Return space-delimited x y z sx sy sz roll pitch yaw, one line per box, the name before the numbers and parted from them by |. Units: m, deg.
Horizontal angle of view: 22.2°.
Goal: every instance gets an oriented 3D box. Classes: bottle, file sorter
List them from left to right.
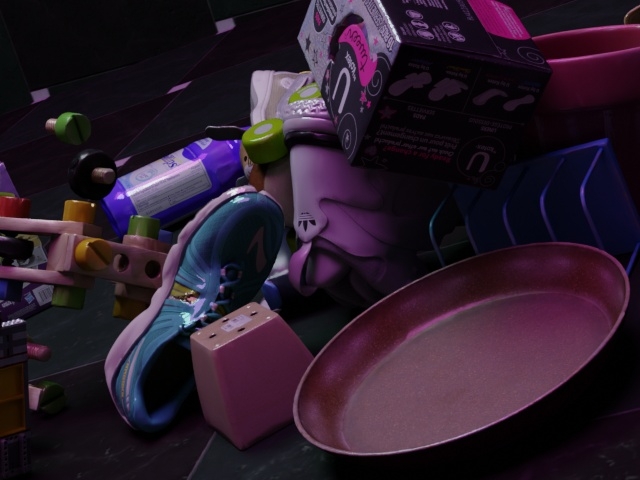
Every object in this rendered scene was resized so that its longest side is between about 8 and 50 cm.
bottle | -0.179 -0.093 2.372 0.283 0.092 0.118 -26 18 -9
file sorter | 0.206 -0.006 1.563 0.170 0.118 0.104 -13 22 31

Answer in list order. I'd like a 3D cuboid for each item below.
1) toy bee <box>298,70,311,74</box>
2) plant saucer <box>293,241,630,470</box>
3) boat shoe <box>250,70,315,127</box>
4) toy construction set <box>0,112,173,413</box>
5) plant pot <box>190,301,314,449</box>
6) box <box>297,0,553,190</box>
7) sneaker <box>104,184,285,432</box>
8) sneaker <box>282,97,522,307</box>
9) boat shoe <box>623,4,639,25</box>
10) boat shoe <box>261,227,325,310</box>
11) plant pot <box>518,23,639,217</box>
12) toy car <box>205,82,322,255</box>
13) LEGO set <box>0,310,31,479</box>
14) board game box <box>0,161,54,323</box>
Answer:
toy bee | 0.051 -0.253 2.449 0.195 0.162 0.298 -20 17 4
plant saucer | 0.125 0.105 1.406 0.310 0.050 0.310 -22 21 9
boat shoe | -0.039 -0.142 2.238 0.103 0.118 0.320 -9 31 2
toy construction set | -0.229 0.059 1.766 0.237 0.257 0.309 9 61 48
plant pot | -0.066 0.122 1.558 0.109 0.096 0.109 -29 18 -16
box | 0.090 -0.178 1.575 0.163 0.142 0.247 8 32 -21
sneaker | -0.115 0.075 1.642 0.275 0.107 0.110 -59 25 8
sneaker | 0.109 -0.026 1.735 0.366 0.210 0.137 8 -4 -36
boat shoe | 0.484 -0.319 2.286 0.135 0.050 0.045 -15 12 -9
boat shoe | 0.000 0.000 1.884 0.089 0.109 0.258 -10 36 18
plant pot | 0.278 -0.113 1.639 0.201 0.180 0.201 -8 13 2
toy car | -0.055 -0.081 1.807 0.188 0.155 0.149 8 40 47
LEGO set | -0.447 0.141 1.658 0.255 0.192 0.331 -10 16 -38
board game box | -0.538 0.060 2.178 0.347 0.208 0.056 -26 17 -13
